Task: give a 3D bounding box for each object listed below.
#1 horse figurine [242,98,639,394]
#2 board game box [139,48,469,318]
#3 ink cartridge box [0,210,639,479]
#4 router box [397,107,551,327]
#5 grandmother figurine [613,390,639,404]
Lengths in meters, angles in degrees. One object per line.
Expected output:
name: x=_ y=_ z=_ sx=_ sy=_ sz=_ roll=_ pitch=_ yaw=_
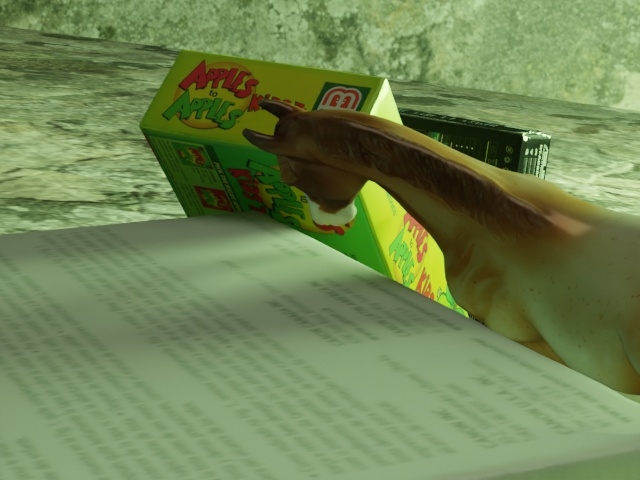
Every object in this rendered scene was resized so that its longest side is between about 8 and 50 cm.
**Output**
horse figurine: x=0.109 y=0.038 z=0.611 sx=0.263 sy=0.066 sz=0.174 roll=31 pitch=-18 yaw=39
board game box: x=0.000 y=0.000 z=0.773 sx=0.092 sy=0.043 sz=0.181 roll=10 pitch=-32 yaw=25
ink cartridge box: x=-0.135 y=0.078 z=0.533 sx=0.385 sy=0.091 sz=0.308 roll=-8 pitch=15 yaw=-22
router box: x=0.057 y=-0.001 z=0.901 sx=0.092 sy=0.122 sz=0.038 roll=12 pitch=8 yaw=28
grandmother figurine: x=0.207 y=0.036 z=0.861 sx=0.207 sy=0.104 sz=0.342 roll=2 pitch=4 yaw=35
